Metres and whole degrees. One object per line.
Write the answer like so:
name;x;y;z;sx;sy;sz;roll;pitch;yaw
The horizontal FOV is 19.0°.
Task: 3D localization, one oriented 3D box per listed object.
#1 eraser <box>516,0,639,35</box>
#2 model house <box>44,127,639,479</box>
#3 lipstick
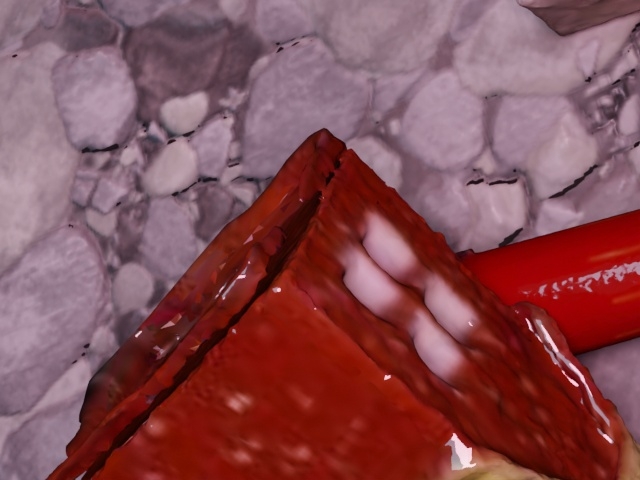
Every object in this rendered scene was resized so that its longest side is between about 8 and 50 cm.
eraser;0.149;-0.295;1.057;0.144;0.078;0.343;-17;71;23
model house;0.021;0.111;0.938;0.254;0.160;0.196;41;119;-5
lipstick;0.085;0.040;1.014;0.279;0.073;0.073;-17;71;23
